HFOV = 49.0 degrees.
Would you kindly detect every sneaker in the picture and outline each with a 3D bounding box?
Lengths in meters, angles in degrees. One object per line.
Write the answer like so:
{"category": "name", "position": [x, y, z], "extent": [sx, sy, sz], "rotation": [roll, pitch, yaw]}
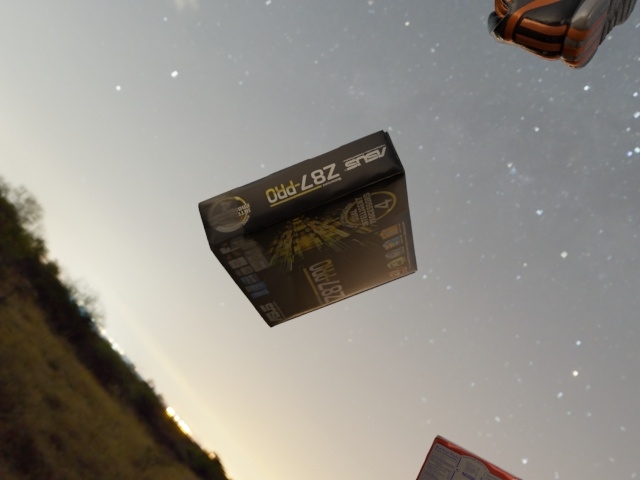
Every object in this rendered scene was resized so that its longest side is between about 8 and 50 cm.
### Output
{"category": "sneaker", "position": [0.355, -0.373, 1.020], "extent": [0.180, 0.321, 0.124], "rotation": [26, -41, 27]}

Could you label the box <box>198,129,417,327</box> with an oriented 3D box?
{"category": "box", "position": [0.000, 0.000, 1.223], "extent": [0.395, 0.318, 0.097], "rotation": [70, 1, -63]}

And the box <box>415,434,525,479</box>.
{"category": "box", "position": [0.311, 0.472, 1.195], "extent": [0.300, 0.154, 0.142], "rotation": [22, -11, 27]}
